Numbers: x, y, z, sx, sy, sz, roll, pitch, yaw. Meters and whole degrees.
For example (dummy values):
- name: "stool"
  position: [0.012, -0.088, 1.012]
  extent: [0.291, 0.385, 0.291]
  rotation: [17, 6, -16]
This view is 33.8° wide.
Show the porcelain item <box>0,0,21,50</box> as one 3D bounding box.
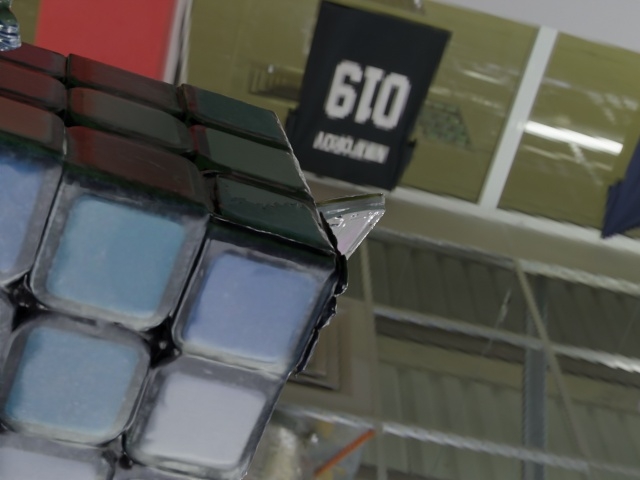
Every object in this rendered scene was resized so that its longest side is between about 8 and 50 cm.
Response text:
- name: "porcelain item"
  position: [-0.169, -0.129, 0.540]
  extent: [0.021, 0.136, 0.075]
  rotation: [-13, -112, -33]

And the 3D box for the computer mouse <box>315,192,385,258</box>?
- name: "computer mouse"
  position: [0.000, -0.002, 1.122]
  extent: [0.102, 0.199, 0.045]
  rotation: [-10, -113, -26]

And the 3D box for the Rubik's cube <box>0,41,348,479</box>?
- name: "Rubik's cube"
  position: [-0.225, 0.037, 0.956]
  extent: [0.359, 0.362, 0.363]
  rotation: [13, -157, -19]
